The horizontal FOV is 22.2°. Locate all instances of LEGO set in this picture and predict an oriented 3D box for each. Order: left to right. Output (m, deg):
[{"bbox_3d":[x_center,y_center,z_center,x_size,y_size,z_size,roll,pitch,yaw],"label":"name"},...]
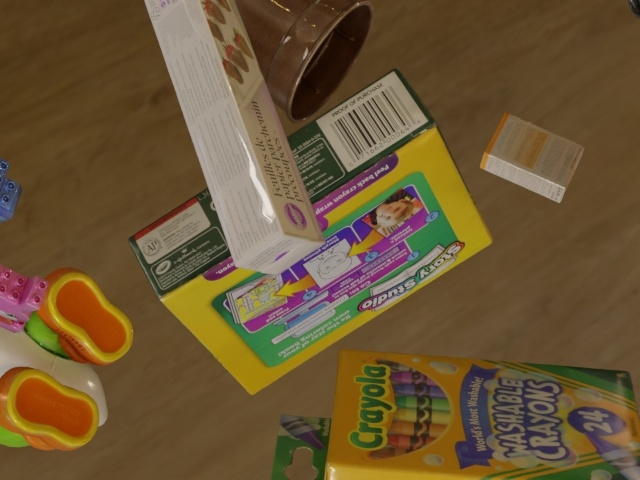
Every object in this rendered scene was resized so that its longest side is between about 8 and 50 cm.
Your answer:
[{"bbox_3d":[-0.242,-0.035,0.968,0.227,0.093,0.087,30,65,-30],"label":"LEGO set"}]

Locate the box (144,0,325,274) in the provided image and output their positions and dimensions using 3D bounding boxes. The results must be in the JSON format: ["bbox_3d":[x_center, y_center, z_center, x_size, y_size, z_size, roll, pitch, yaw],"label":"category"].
[{"bbox_3d":[-0.086,-0.123,1.530,0.063,0.067,0.324,12,49,-50],"label":"box"}]

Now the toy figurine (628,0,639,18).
[{"bbox_3d":[0.365,-0.192,1.435,0.209,0.148,0.213,-43,115,-69],"label":"toy figurine"}]

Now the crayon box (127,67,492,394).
[{"bbox_3d":[0.000,0.000,1.932,0.363,0.313,0.106,-32,60,2],"label":"crayon box"}]

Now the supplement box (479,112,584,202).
[{"bbox_3d":[0.235,-0.092,1.811,0.098,0.036,0.062,25,63,9],"label":"supplement box"}]

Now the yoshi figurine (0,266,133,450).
[{"bbox_3d":[-0.346,0.111,1.604,0.203,0.362,0.203,-16,93,-35],"label":"yoshi figurine"}]

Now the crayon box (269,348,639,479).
[{"bbox_3d":[0.117,0.183,1.432,0.323,0.083,0.203,4,25,2],"label":"crayon box"}]

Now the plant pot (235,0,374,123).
[{"bbox_3d":[-0.051,-0.250,1.920,0.165,0.167,0.167,34,53,14],"label":"plant pot"}]
